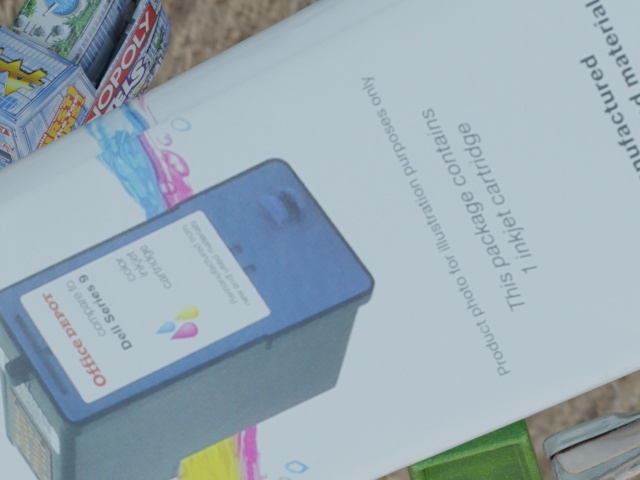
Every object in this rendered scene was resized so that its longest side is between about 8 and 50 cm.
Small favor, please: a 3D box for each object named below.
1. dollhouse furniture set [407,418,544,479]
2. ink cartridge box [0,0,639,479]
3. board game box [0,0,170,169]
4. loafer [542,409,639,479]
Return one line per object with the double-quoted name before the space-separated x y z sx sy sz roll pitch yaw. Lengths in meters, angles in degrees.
"dollhouse furniture set" -0.005 0.125 1.414 0.301 0.197 0.151 -15 150 3
"ink cartridge box" 0.000 0.000 0.446 0.212 0.154 0.093 -24 93 19
"board game box" -0.155 -0.092 1.148 0.060 0.194 0.194 27 80 12
"loafer" 0.167 0.093 0.900 0.125 0.039 0.045 -21 160 20
